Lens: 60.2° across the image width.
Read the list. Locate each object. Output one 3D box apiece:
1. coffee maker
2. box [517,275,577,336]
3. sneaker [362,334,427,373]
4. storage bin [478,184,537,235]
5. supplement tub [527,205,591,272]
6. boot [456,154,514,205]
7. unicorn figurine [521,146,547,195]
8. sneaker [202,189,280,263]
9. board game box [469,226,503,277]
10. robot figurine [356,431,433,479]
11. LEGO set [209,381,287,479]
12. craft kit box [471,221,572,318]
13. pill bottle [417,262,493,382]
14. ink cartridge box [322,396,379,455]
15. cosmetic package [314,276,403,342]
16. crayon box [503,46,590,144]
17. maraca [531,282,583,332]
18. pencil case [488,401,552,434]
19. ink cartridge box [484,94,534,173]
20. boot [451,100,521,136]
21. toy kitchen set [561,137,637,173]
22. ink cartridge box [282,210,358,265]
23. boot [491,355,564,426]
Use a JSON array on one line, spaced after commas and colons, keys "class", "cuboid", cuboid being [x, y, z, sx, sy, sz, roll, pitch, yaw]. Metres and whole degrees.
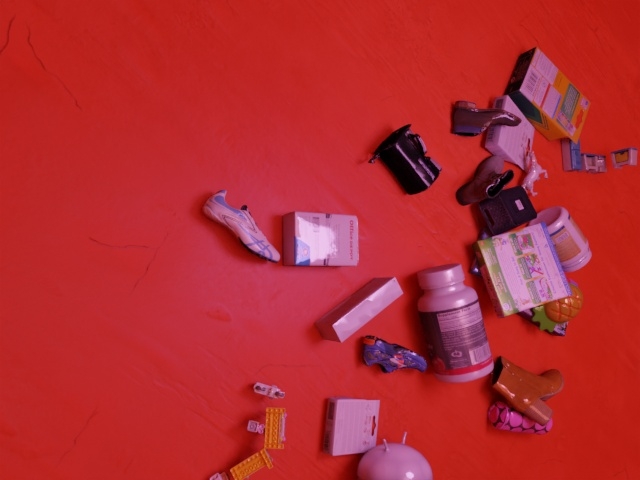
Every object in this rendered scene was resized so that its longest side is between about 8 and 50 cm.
[{"class": "coffee maker", "cuboid": [0.249, -0.223, 1.633, 0.171, 0.120, 0.178, -41, 104, -2]}, {"class": "box", "cuboid": [0.745, 0.178, 1.885, 0.293, 0.057, 0.201, 30, 72, -23]}, {"class": "sneaker", "cuboid": [0.205, 0.337, 1.566, 0.221, 0.083, 0.087, 22, 88, -20]}, {"class": "storage bin", "cuboid": [0.609, -0.099, 1.788, 0.180, 0.084, 0.122, -15, 78, -43]}, {"class": "supplement tub", "cuboid": [0.823, -0.003, 1.897, 0.200, 0.144, 0.144, 49, 65, -16]}, {"class": "boot", "cuboid": [0.558, -0.198, 1.761, 0.246, 0.161, 0.083, -44, 106, -25]}, {"class": "unicorn figurine", "cuboid": [0.735, -0.229, 1.909, 0.111, 0.060, 0.162, 35, 70, -38]}, {"class": "sneaker", "cuboid": [-0.183, -0.030, 1.373, 0.237, 0.085, 0.086, 43, 82, -18]}, {"class": "board game box", "cuboid": [0.604, 0.067, 1.789, 0.211, 0.039, 0.160, 21, 74, -2]}, {"class": "robot figurine", "cuboid": [0.192, 0.691, 1.441, 0.300, 0.199, 0.354, 17, 73, -66]}, {"class": "LEGO set", "cuboid": [-0.152, 0.499, 1.350, 0.132, 0.107, 0.287, 22, 76, 11]}, {"class": "craft kit box", "cuboid": [0.633, 0.092, 1.740, 0.246, 0.061, 0.250, -14, 79, -14]}, {"class": "pill bottle", "cuboid": [0.383, 0.235, 1.609, 0.176, 0.176, 0.319, -15, 92, -29]}, {"class": "ink cartridge box", "cuboid": [0.086, 0.503, 1.505, 0.179, 0.045, 0.146, 17, 76, -45]}, {"class": "cosmetic package", "cuboid": [0.107, 0.186, 1.506, 0.239, 0.099, 0.061, -33, 100, -27]}, {"class": "crayon box", "cuboid": [0.817, -0.506, 1.983, 0.322, 0.083, 0.203, 34, 70, -21]}, {"class": "maraca", "cuboid": [0.779, 0.220, 1.814, 0.185, 0.099, 0.127, -39, 95, 0]}, {"class": "pencil case", "cuboid": [0.634, 0.566, 1.766, 0.209, 0.098, 0.095, 17, 121, -27]}, {"class": "ink cartridge box", "cuboid": [0.658, -0.360, 1.910, 0.232, 0.066, 0.189, 29, 70, -46]}, {"class": "boot", "cuboid": [0.531, -0.374, 1.788, 0.219, 0.082, 0.106, 15, 87, 7]}, {"class": "toy kitchen set", "cuboid": [1.027, -0.325, 2.032, 0.207, 0.166, 0.122, -1, 85, -29]}, {"class": "ink cartridge box", "cuboid": [0.000, 0.000, 1.475, 0.190, 0.082, 0.140, 3, 84, -30]}, {"class": "boot", "cuboid": [0.664, 0.442, 1.787, 0.211, 0.104, 0.295, 41, 35, 9]}]
